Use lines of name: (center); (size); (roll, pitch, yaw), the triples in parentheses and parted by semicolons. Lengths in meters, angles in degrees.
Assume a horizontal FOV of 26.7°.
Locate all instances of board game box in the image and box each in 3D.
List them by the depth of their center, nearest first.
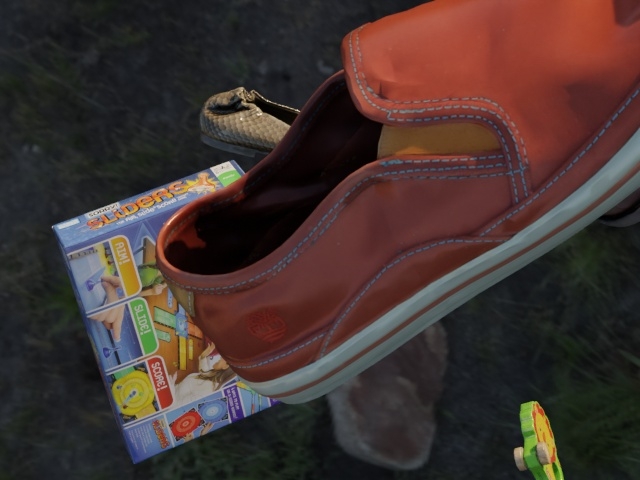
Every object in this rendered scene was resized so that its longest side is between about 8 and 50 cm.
board game box: (-0.099, 0.055, 0.970); (0.136, 0.201, 0.035); (-21, 36, -15)

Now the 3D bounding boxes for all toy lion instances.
toy lion: (0.229, 0.220, 1.392); (0.034, 0.096, 0.100); (-18, 111, 20)

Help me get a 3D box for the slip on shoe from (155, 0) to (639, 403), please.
slip on shoe: (0.058, -0.055, 0.556); (0.331, 0.101, 0.123); (-39, 29, 24)

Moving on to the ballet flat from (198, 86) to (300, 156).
ballet flat: (0.009, -0.097, 1.266); (0.250, 0.084, 0.058); (13, 108, 1)

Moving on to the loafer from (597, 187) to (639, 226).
loafer: (0.196, -0.087, 1.025); (0.095, 0.302, 0.109); (24, 103, -5)
